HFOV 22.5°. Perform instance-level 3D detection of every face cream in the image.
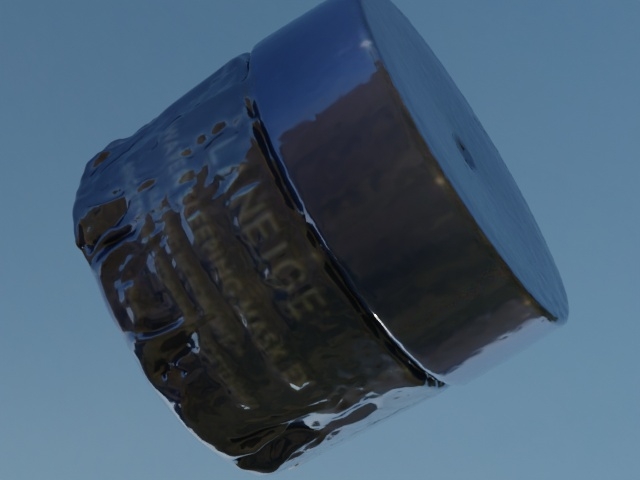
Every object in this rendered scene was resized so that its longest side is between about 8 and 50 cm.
[{"bbox_3d":[0.000,0.000,1.007,0.225,0.249,0.249,-33,-60,15],"label":"face cream"}]
